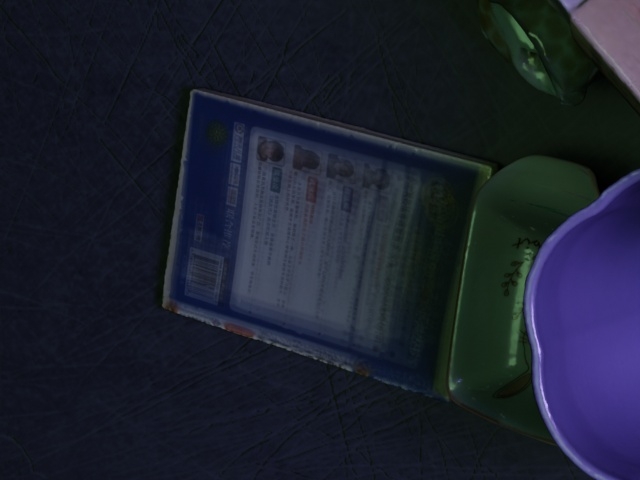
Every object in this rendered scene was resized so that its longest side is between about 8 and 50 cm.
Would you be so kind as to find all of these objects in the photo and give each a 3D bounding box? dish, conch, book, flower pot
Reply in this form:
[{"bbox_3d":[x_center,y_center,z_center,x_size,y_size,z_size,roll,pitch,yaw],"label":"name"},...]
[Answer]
[{"bbox_3d":[0.194,0.045,1.449,0.154,0.064,0.234,20,109,44],"label":"dish"},{"bbox_3d":[0.188,-0.184,1.402,0.106,0.173,0.116,-41,120,12],"label":"conch"},{"bbox_3d":[0.000,0.000,1.592,0.322,0.018,0.228,17,107,26],"label":"book"},{"bbox_3d":[0.314,0.055,1.296,0.265,0.243,0.265,6,102,27],"label":"flower pot"}]

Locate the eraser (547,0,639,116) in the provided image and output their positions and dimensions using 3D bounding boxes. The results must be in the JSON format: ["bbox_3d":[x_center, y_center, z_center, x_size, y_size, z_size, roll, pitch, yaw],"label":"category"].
[{"bbox_3d":[0.283,-0.105,1.123,0.144,0.078,0.343,-38,74,7],"label":"eraser"}]
